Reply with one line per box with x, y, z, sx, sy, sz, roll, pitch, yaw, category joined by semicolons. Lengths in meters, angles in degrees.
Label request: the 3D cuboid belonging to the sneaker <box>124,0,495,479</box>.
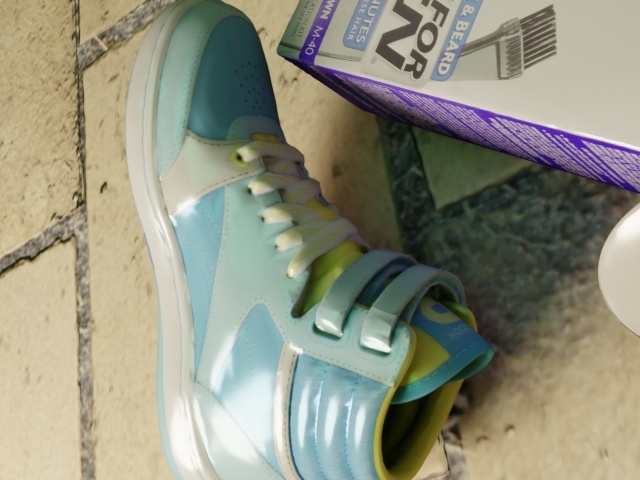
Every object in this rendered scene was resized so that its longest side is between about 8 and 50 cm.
0.000;0.000;0.560;0.208;0.127;0.319;-5;94;37;sneaker

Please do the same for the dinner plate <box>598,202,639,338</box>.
0.192;0.020;0.403;0.141;0.141;0.017;-18;41;35;dinner plate

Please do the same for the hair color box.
0.148;-0.136;0.519;0.339;0.110;0.185;24;89;41;hair color box
